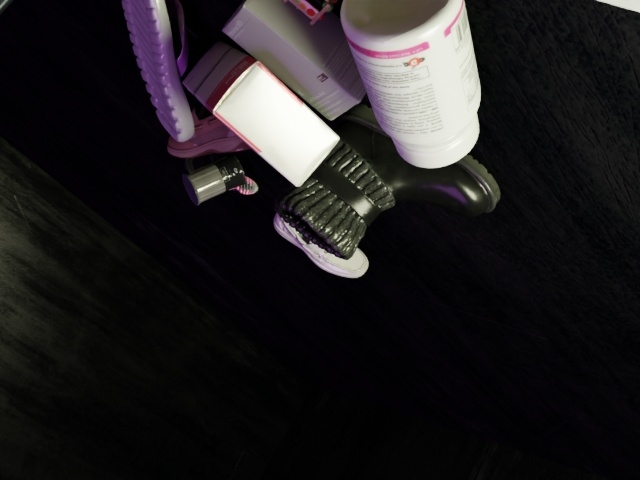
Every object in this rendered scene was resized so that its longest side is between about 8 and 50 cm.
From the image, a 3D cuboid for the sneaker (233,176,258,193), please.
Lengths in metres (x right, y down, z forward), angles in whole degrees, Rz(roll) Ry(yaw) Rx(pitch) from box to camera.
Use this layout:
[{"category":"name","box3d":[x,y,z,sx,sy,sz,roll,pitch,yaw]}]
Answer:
[{"category":"sneaker","box3d":[-0.205,-0.145,1.987,0.119,0.047,0.057,14,-179,31]}]

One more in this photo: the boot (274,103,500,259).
[{"category":"boot","box3d":[0.119,-0.067,1.366,0.348,0.260,0.131,28,160,12]}]

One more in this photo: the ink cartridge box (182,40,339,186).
[{"category":"ink cartridge box","box3d":[-0.115,-0.236,1.361,0.207,0.117,0.283,39,-176,-29]}]

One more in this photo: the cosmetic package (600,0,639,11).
[{"category":"cosmetic package","box3d":[0.301,-0.337,0.688,0.085,0.117,0.231,24,160,19]}]

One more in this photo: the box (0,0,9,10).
[{"category":"box","box3d":[-0.625,-0.536,1.287,0.294,0.296,0.183,41,157,-25]}]

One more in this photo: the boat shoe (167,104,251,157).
[{"category":"boat shoe","box3d":[-0.239,-0.252,1.699,0.341,0.121,0.110,3,108,48]}]

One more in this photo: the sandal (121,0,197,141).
[{"category":"sandal","box3d":[-0.294,-0.380,1.459,0.169,0.102,0.416,46,153,33]}]

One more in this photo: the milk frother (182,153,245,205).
[{"category":"milk frother","box3d":[-0.279,-0.160,1.904,0.129,0.134,0.143,61,159,10]}]

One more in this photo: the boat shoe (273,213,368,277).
[{"category":"boat shoe","box3d":[0.000,0.000,1.934,0.277,0.098,0.096,31,161,6]}]

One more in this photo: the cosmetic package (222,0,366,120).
[{"category":"cosmetic package","box3d":[-0.028,-0.316,1.228,0.238,0.107,0.127,34,163,-15]}]

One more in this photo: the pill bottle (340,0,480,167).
[{"category":"pill bottle","box3d":[0.140,-0.239,1.081,0.160,0.160,0.283,20,157,30]}]

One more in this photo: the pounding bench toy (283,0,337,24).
[{"category":"pounding bench toy","box3d":[-0.001,-0.372,1.126,0.065,0.052,0.083,37,144,-16]}]
